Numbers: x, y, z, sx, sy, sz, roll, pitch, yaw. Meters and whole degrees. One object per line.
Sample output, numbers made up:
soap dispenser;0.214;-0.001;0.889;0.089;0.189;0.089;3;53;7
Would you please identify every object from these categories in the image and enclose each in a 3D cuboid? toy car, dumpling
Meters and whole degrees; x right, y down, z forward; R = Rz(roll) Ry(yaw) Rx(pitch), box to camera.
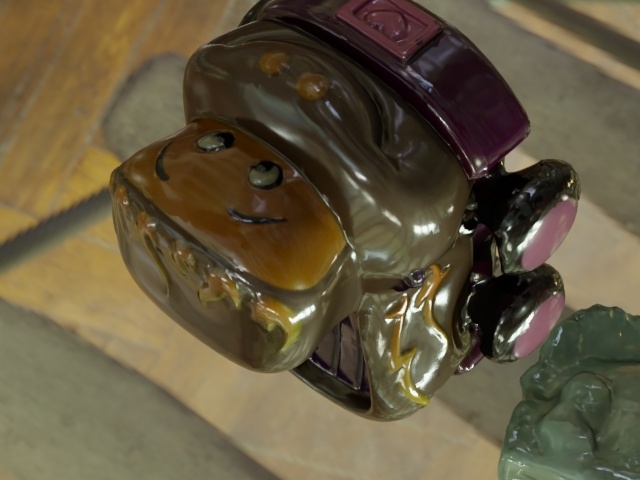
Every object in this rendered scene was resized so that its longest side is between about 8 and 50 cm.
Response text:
toy car;0.000;0.000;1.197;0.240;0.271;0.340;-41;151;-23
dumpling;0.152;0.108;0.598;0.149;0.216;0.105;-39;-177;-16
